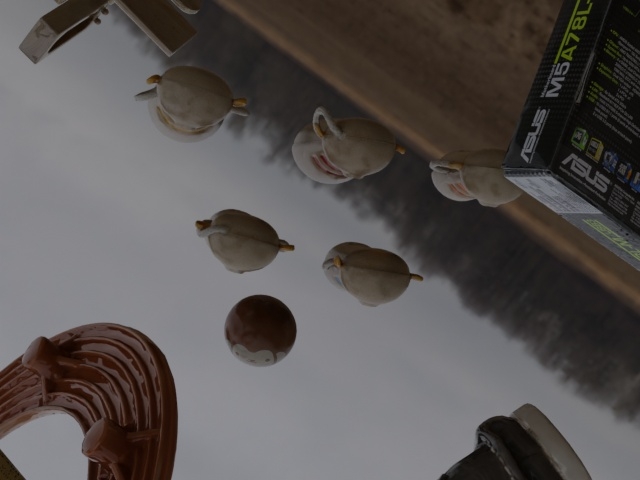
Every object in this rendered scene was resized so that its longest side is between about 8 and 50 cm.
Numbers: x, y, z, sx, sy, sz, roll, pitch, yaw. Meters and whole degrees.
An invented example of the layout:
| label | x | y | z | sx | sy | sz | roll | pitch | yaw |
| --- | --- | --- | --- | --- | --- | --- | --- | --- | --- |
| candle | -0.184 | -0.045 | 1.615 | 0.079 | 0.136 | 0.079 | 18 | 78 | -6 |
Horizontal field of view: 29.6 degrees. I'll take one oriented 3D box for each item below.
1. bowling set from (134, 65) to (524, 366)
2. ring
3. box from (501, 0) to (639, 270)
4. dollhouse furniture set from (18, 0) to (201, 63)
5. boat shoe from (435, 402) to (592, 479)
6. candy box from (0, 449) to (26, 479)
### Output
| label | x | y | z | sx | sy | sz | roll | pitch | yaw |
| --- | --- | --- | --- | --- | --- | --- | --- | --- | --- |
| bowling set | 0.000 | 0.000 | 0.847 | 0.287 | 0.200 | 0.154 | 10 | 180 | -10 |
| ring | -0.200 | 0.181 | 0.639 | 0.032 | 0.336 | 0.336 | 39 | -177 | -28 |
| box | 0.209 | -0.081 | 0.727 | 0.190 | 0.184 | 0.045 | 29 | 164 | -34 |
| dollhouse furniture set | -0.203 | -0.213 | 1.226 | 0.123 | 0.151 | 0.144 | 45 | -144 | -7 |
| boat shoe | 0.124 | 0.218 | 0.758 | 0.112 | 0.095 | 0.335 | 57 | 172 | 41 |
| candy box | -0.166 | 0.145 | 0.288 | 0.087 | 0.183 | 0.316 | 49 | 177 | -3 |
